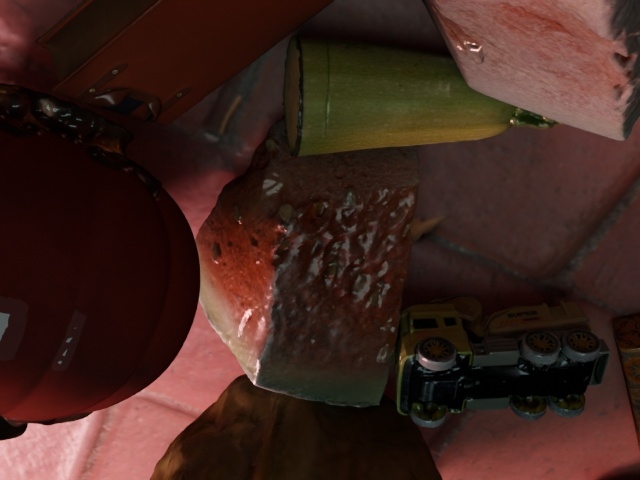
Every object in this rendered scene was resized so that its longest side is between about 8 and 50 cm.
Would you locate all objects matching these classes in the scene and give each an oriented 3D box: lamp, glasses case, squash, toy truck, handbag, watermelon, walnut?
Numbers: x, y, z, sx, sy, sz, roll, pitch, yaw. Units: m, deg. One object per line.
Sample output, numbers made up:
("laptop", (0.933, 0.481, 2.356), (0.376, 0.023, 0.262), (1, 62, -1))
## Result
("lamp", (-0.242, 0.016, 0.684), (0.303, 0.303, 0.257), (20, 88, -8))
("glasses case", (0.347, 0.166, 0.874), (0.075, 0.049, 0.218), (-14, 123, 15))
("squash", (0.083, -0.106, 0.682), (0.224, 0.094, 0.094), (3, 125, -4))
("toy truck", (0.158, 0.097, 0.806), (0.191, 0.116, 0.085), (-3, 125, -3))
("handbag", (-0.098, -0.161, 0.644), (0.190, 0.063, 0.127), (-32, 160, 25))
("watermelon", (0.135, -0.203, 0.506), (0.228, 0.258, 0.387), (-32, 116, 20))
("watermelon", (0.000, 0.000, 0.764), (0.192, 0.140, 0.257), (16, 118, -15))
("walnut", (-0.025, 0.263, 0.847), (0.282, 0.277, 0.253), (27, 118, -1))
